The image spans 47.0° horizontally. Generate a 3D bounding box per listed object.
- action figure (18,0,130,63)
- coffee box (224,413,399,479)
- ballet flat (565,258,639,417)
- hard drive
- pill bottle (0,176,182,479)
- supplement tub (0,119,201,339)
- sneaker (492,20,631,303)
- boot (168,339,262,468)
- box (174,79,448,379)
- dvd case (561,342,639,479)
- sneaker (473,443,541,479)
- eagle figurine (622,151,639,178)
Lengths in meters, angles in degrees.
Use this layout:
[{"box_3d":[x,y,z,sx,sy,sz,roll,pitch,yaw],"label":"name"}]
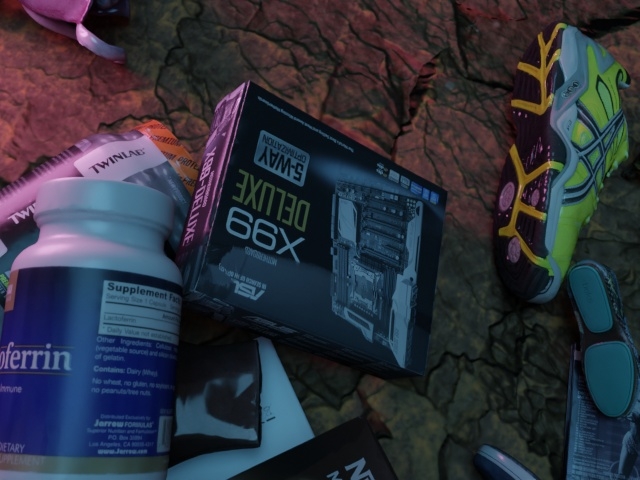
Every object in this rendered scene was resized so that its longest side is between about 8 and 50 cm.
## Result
[{"box_3d":[-0.438,-0.375,1.005,0.371,0.248,0.275,0,95,-5],"label":"action figure"},{"box_3d":[-0.055,0.309,0.676,0.297,0.118,0.168,-23,61,-12],"label":"coffee box"},{"box_3d":[0.342,0.112,0.874,0.070,0.070,0.188,-10,91,-8],"label":"ballet flat"},{"box_3d":[-0.089,0.274,0.790,0.203,0.040,0.307,-22,62,-12],"label":"hard drive"},{"box_3d":[-0.204,0.086,0.660,0.153,0.153,0.264,3,76,-3],"label":"pill bottle"},{"box_3d":[-0.278,0.009,0.827,0.316,0.193,0.193,-37,75,-16],"label":"supplement tub"},{"box_3d":[0.325,-0.100,0.944,0.147,0.145,0.384,18,74,-12],"label":"sneaker"},{"box_3d":[-0.166,0.209,0.752,0.207,0.090,0.248,-1,56,3],"label":"boot"},{"box_3d":[0.000,0.000,0.833,0.308,0.077,0.242,25,63,-30],"label":"box"},{"box_3d":[0.372,0.244,0.871,0.165,0.018,0.221,11,68,2],"label":"dvd case"},{"box_3d":[0.204,0.346,0.783,0.163,0.086,0.226,-38,63,-7],"label":"sneaker"},{"box_3d":[0.517,-0.045,0.900,0.298,0.226,0.225,46,108,30],"label":"eagle figurine"}]
